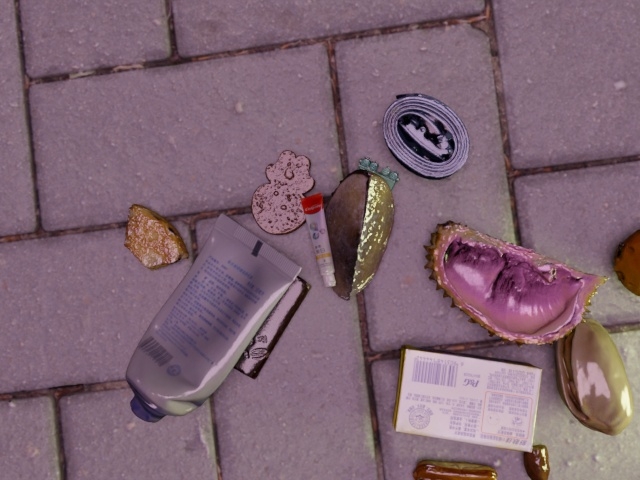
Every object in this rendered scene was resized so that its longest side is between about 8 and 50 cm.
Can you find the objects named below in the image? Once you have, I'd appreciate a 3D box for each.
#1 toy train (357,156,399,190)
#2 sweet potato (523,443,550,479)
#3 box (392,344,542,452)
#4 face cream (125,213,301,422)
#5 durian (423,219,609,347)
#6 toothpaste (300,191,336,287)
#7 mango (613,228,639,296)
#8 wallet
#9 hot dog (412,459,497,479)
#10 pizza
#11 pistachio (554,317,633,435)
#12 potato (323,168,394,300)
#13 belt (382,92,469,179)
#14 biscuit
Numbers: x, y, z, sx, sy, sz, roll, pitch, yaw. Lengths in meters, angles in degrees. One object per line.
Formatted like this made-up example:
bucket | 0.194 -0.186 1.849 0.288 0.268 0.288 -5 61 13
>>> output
toy train | 0.117 -0.137 1.328 0.092 0.029 0.045 27 106 8
sweet potato | 0.428 0.454 1.280 0.049 0.049 0.117 -11 98 4
box | 0.279 0.303 1.266 0.265 0.097 0.168 6 89 5
face cream | -0.238 0.170 1.292 0.234 0.137 0.420 33 88 31
durian | 0.354 0.091 1.268 0.341 0.112 0.191 20 99 13
toothpaste | 0.000 0.000 1.299 0.048 0.031 0.190 -16 79 19
mango | 0.689 0.046 1.233 0.248 0.151 0.156 2 120 -2
wallet | -0.127 0.159 1.333 0.122 0.031 0.232 32 91 3
hot dog | 0.264 0.474 1.287 0.165 0.045 0.071 4 90 4
pizza | -0.348 -0.002 1.352 0.160 0.036 0.099 43 91 5
pistachio | 0.518 0.261 1.241 0.152 0.126 0.223 -15 81 -30
potato | 0.077 -0.023 1.309 0.120 0.100 0.261 27 114 47
belt | 0.206 -0.207 1.296 0.190 0.082 0.141 40 94 4
biscuit | -0.072 -0.095 1.340 0.124 0.026 0.175 20 90 1
